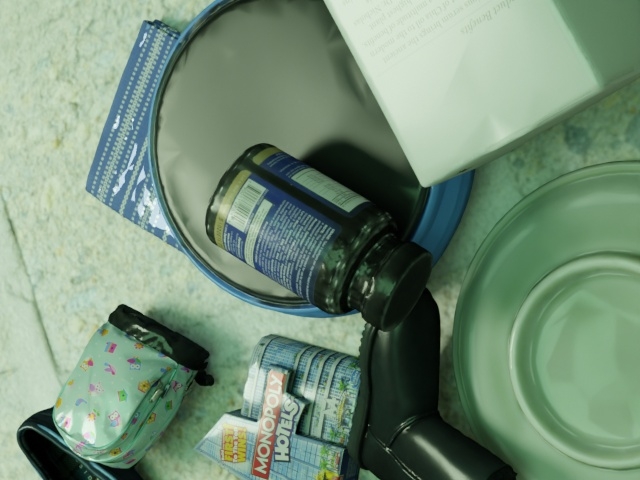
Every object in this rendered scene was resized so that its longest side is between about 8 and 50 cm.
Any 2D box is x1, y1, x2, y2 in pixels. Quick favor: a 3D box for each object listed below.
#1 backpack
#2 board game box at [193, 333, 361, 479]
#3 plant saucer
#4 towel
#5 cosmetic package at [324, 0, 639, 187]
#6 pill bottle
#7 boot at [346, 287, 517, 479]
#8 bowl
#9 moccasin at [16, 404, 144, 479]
[{"bbox_3d":[-0.234,0.178,1.742,0.152,0.115,0.182,26,81,30],"label":"backpack"},{"bbox_3d":[-0.046,0.215,1.696,0.194,0.060,0.194,12,98,26],"label":"board game box"},{"bbox_3d":[0.306,0.118,1.488,0.400,0.100,0.400,1,92,27],"label":"plant saucer"},{"bbox_3d":[-0.118,-0.093,1.742,0.336,0.040,0.243,30,108,25],"label":"towel"},{"bbox_3d":[0.114,-0.309,1.416,0.230,0.161,0.453,-29,86,41],"label":"cosmetic package"},{"bbox_3d":[0.000,0.000,1.502,0.219,0.123,0.123,31,106,21],"label":"pill bottle"},{"bbox_3d":[0.130,0.190,1.540,0.207,0.094,0.246,35,125,41],"label":"boot"},{"bbox_3d":[-0.022,-0.104,1.616,0.391,0.077,0.391,3,97,27],"label":"bowl"},{"bbox_3d":[-0.258,0.350,1.779,0.342,0.117,0.138,44,110,20],"label":"moccasin"}]
